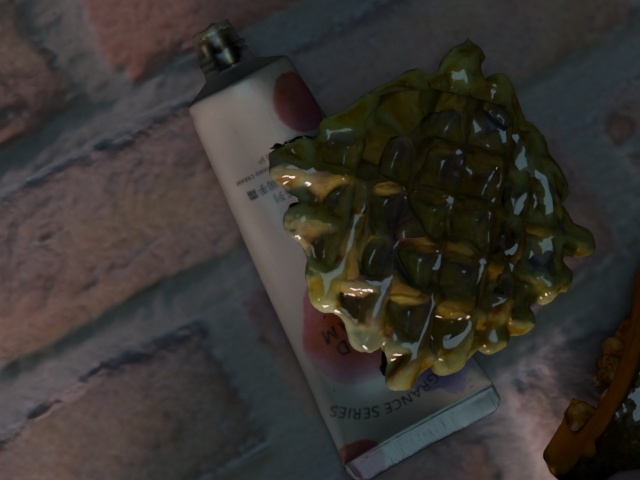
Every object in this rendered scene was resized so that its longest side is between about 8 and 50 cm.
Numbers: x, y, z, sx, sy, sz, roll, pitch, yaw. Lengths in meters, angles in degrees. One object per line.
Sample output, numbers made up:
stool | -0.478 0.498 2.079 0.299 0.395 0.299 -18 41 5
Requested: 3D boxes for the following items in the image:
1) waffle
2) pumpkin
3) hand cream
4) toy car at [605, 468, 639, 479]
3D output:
waffle | 0.082 -0.013 0.946 0.223 0.054 0.204 -31 100 -23
pumpkin | 0.268 0.082 0.947 0.131 0.126 0.248 24 87 -3
hand cream | 0.000 0.000 0.972 0.124 0.078 0.340 -28 94 -4
toy car | 0.212 0.345 0.885 0.336 0.226 0.242 44 67 5
